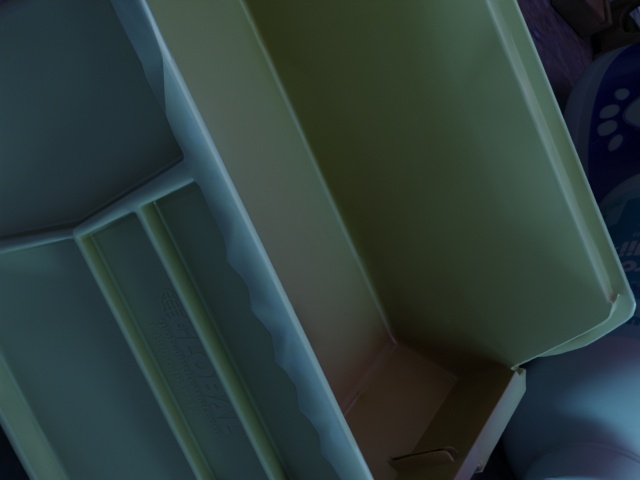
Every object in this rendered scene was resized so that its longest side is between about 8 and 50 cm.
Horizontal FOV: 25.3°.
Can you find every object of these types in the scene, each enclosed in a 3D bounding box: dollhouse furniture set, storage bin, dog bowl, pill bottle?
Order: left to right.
[{"bbox_3d":[0.000,0.000,0.527,0.260,0.123,0.262,65,30,-13],"label":"storage bin"},{"bbox_3d":[0.197,0.081,0.846,0.146,0.146,0.264,55,41,-20],"label":"pill bottle"},{"bbox_3d":[0.287,-0.142,1.201,0.182,0.101,0.161,34,43,-43],"label":"dollhouse furniture set"},{"bbox_3d":[0.296,-0.029,1.077,0.265,0.104,0.265,15,70,-44],"label":"dog bowl"}]

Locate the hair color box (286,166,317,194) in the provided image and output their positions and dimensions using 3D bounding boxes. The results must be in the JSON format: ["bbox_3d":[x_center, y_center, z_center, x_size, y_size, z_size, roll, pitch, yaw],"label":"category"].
[{"bbox_3d":[-0.067,-0.040,0.616,0.093,0.053,0.167,64,31,-8],"label":"hair color box"}]
